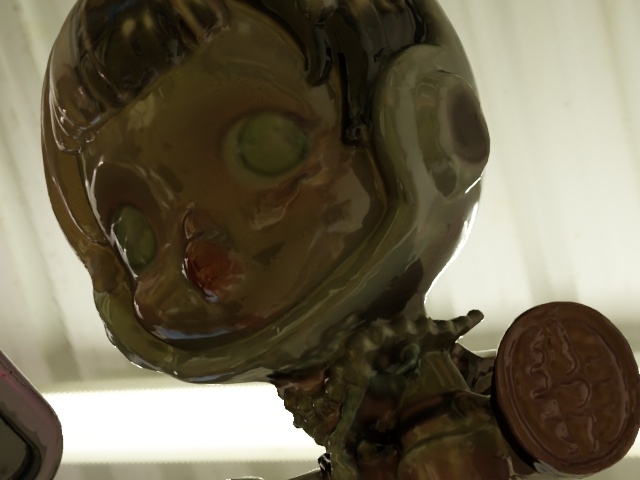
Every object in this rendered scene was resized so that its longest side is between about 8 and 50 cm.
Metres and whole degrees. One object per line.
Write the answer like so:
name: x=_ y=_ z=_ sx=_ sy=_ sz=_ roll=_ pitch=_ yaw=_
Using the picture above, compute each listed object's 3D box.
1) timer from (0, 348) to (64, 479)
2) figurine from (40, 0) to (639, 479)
timer: x=-0.317 y=0.171 z=1.159 sx=0.069 sy=0.191 sz=0.208 roll=26 pitch=-25 yaw=47
figurine: x=-0.008 y=0.005 z=0.748 sx=0.253 sy=0.211 sz=0.361 roll=-31 pitch=-94 yaw=13
